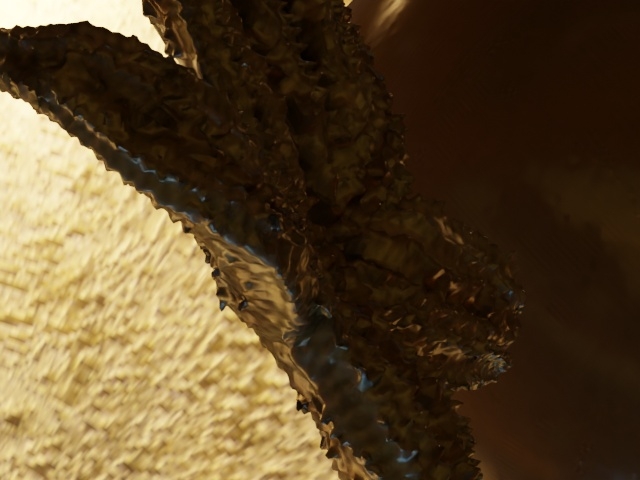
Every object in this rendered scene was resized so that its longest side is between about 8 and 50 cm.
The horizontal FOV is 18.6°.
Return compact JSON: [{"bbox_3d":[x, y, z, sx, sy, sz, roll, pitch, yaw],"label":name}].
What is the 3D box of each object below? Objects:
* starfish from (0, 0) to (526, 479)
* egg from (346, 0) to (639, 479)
[{"bbox_3d":[0.002,0.000,0.520,0.216,0.071,0.238,-9,-94,-60],"label":"starfish"},{"bbox_3d":[0.140,0.007,0.900,0.301,0.301,0.374,-33,-129,-18],"label":"egg"}]
